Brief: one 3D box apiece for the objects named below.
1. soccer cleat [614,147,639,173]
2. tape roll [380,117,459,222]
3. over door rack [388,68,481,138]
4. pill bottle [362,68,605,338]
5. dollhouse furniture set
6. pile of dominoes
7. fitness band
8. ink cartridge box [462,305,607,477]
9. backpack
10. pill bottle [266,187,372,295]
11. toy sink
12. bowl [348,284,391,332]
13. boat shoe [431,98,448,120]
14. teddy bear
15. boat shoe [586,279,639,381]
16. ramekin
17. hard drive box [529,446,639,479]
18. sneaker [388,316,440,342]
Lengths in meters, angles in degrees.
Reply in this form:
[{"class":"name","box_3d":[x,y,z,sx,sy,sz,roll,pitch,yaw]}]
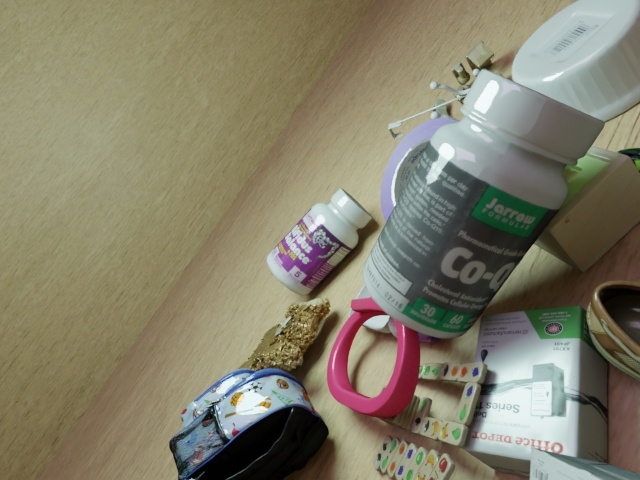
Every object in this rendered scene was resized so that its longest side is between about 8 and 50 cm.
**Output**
[{"class":"soccer cleat","box_3d":[0.522,-0.118,0.647,0.073,0.060,0.179,-15,11,-21]},{"class":"tape roll","box_3d":[0.257,-0.123,0.948,0.275,0.090,0.274,-21,64,52]},{"class":"over door rack","box_3d":[0.294,-0.288,1.146,0.324,0.108,0.239,-24,50,44]},{"class":"pill bottle","box_3d":[0.223,-0.047,0.643,0.204,0.204,0.360,-101,30,-57]},{"class":"dollhouse furniture set","box_3d":[0.458,-0.438,1.217,0.144,0.123,0.151,-41,63,20]},{"class":"pile of dominoes","box_3d":[0.148,0.279,0.677,0.195,0.040,0.251,-64,5,-21]},{"class":"fitness band","box_3d":[0.094,0.213,0.806,0.291,0.054,0.208,158,127,-66]},{"class":"ink cartridge box","box_3d":[0.294,0.206,0.587,0.153,0.087,0.208,-19,41,48]},{"class":"backpack","box_3d":[-0.131,0.387,0.859,0.264,0.276,0.213,-34,46,1]},{"class":"pill bottle","box_3d":[0.000,0.000,1.230,0.301,0.169,0.169,-47,26,11]},{"class":"toy sink","box_3d":[0.396,-0.082,0.741,0.153,0.131,0.234,-47,26,9]},{"class":"bowl","box_3d":[0.144,0.139,0.954,0.141,0.053,0.142,-58,26,-13]},{"class":"boat shoe","box_3d":[0.353,-0.367,1.279,0.043,0.049,0.136,92,-172,-52]},{"class":"teddy bear","box_3d":[-0.088,0.275,1.067,0.245,0.113,0.338,-32,16,45]},{"class":"boat shoe","box_3d":[0.412,0.138,0.409,0.122,0.120,0.324,-52,38,-4]},{"class":"ramekin","box_3d":[0.539,-0.372,0.880,0.277,0.135,0.277,-38,29,25]},{"class":"hard drive box","box_3d":[0.242,0.317,0.355,0.181,0.089,0.232,64,-144,-71]},{"class":"sneaker","box_3d":[0.231,0.099,0.832,0.105,0.095,0.236,18,77,57]}]
